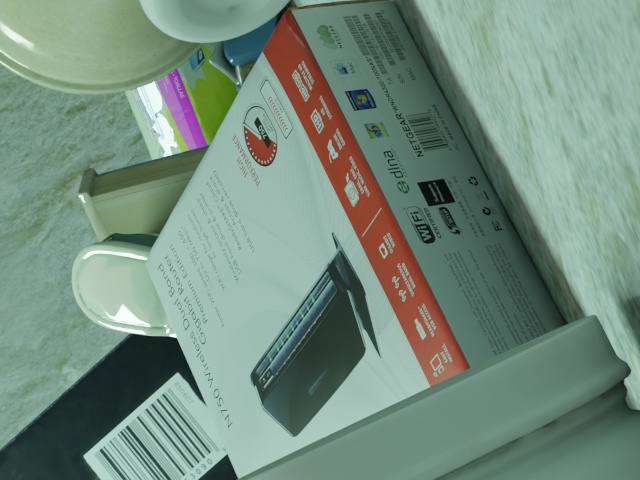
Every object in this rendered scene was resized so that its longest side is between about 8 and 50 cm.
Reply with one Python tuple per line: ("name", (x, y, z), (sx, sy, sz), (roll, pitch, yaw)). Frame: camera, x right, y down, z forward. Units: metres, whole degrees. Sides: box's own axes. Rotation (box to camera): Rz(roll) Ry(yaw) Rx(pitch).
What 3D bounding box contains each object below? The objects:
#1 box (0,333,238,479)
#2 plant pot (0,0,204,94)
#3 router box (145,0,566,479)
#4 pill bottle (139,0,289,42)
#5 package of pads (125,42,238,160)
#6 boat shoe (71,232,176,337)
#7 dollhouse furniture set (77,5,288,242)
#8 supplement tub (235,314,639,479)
("box", (-0.155, 0.272, 2.401), (0.297, 0.480, 0.472), (50, -173, 9))
("plant pot", (-0.225, -0.343, 1.830), (0.334, 0.333, 0.305), (65, 166, 1))
("router box", (0.024, 0.067, 1.168), (0.335, 0.082, 0.301), (64, 145, 24))
("pill bottle", (-0.121, -0.302, 1.507), (0.146, 0.146, 0.264), (69, 175, -56))
("package of pads", (-0.158, -0.235, 2.274), (0.296, 0.101, 0.229), (-62, -45, -59))
("boat shoe", (-0.075, 0.055, 1.636), (0.099, 0.319, 0.116), (-22, -59, -57))
("dollhouse furniture set", (-0.096, -0.063, 1.870), (0.303, 0.198, 0.286), (-85, -22, -55))
("supplement tub", (0.105, 0.221, 0.812), (0.235, 0.235, 0.325), (94, 151, -84))
